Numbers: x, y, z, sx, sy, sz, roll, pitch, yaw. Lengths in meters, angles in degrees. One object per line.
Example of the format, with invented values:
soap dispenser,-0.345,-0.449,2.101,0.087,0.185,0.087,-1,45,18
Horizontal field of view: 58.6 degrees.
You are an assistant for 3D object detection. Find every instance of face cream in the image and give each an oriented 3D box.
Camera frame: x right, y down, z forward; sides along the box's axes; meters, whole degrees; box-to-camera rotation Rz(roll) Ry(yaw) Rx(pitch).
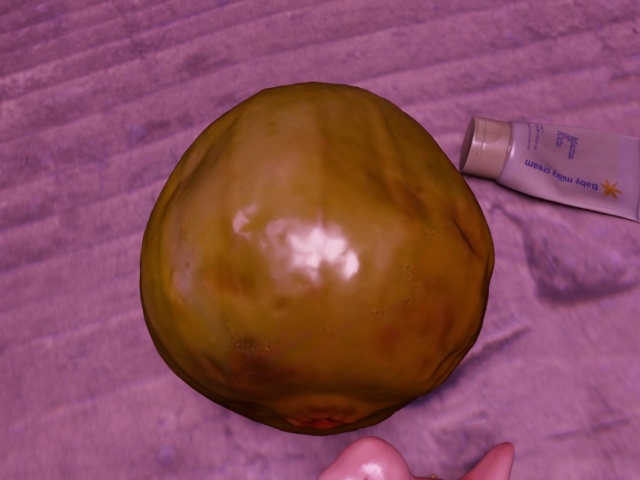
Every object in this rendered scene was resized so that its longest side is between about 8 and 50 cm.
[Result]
face cream,0.286,-0.096,0.686,0.224,0.070,0.114,12,71,3

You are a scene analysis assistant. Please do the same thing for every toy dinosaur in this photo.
toy dinosaur,0.101,0.237,0.515,0.194,0.152,0.177,-16,97,-8

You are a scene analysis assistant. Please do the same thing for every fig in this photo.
fig,-0.009,0.007,0.560,0.343,0.343,0.343,-3,69,8
